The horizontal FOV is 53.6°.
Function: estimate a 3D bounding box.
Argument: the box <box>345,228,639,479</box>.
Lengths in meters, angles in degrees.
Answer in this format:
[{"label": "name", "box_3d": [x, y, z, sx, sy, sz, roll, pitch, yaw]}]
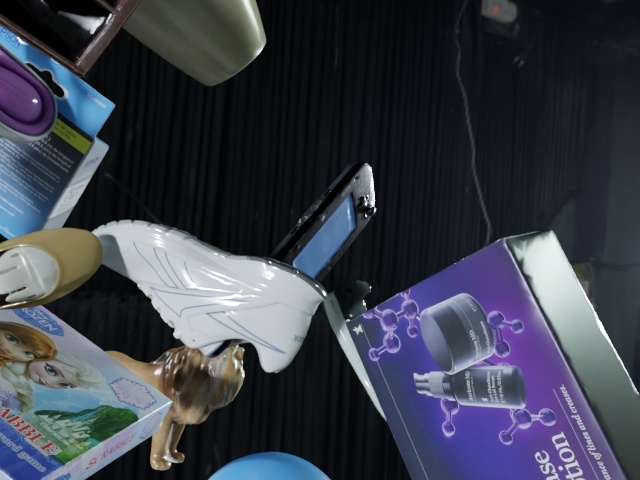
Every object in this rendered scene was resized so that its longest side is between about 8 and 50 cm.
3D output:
[{"label": "box", "box_3d": [0.160, 0.148, 0.539, 0.103, 0.261, 0.184, -8, -21, -47]}]

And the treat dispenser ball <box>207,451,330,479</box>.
[{"label": "treat dispenser ball", "box_3d": [-0.088, 0.506, 1.064, 0.288, 0.288, 0.288, 5, -3, 0]}]

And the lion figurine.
[{"label": "lion figurine", "box_3d": [-0.337, 0.279, 1.189, 0.392, 0.240, 0.142, 6, -9, 15]}]

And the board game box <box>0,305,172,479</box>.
[{"label": "board game box", "box_3d": [-0.403, 0.189, 0.828, 0.319, 0.066, 0.318, 32, 10, 10]}]

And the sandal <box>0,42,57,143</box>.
[{"label": "sandal", "box_3d": [-0.518, -0.279, 0.880, 0.102, 0.169, 0.416, -5, -18, 25]}]

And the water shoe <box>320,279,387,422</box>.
[{"label": "water shoe", "box_3d": [0.077, 0.145, 0.814, 0.080, 0.203, 0.073, -30, -9, -1]}]

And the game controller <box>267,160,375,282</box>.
[{"label": "game controller", "box_3d": [0.000, 0.000, 1.125, 0.067, 0.319, 0.166, 30, -28, 18]}]

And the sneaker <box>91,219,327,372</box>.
[{"label": "sneaker", "box_3d": [-0.147, 0.059, 0.729, 0.297, 0.129, 0.111, 18, -5, 15]}]

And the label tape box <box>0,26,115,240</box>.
[{"label": "label tape box", "box_3d": [-0.535, -0.188, 1.158, 0.249, 0.347, 0.115, 37, 19, -4]}]

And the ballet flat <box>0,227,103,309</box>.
[{"label": "ballet flat", "box_3d": [-0.343, 0.048, 0.657, 0.232, 0.080, 0.073, -17, 15, -3]}]

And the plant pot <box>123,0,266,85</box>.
[{"label": "plant pot", "box_3d": [-0.213, -0.385, 0.974, 0.256, 0.256, 0.274, 2, -41, 47]}]

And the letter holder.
[{"label": "letter holder", "box_3d": [-0.341, -0.340, 0.649, 0.302, 0.152, 0.214, 44, 8, 34]}]
